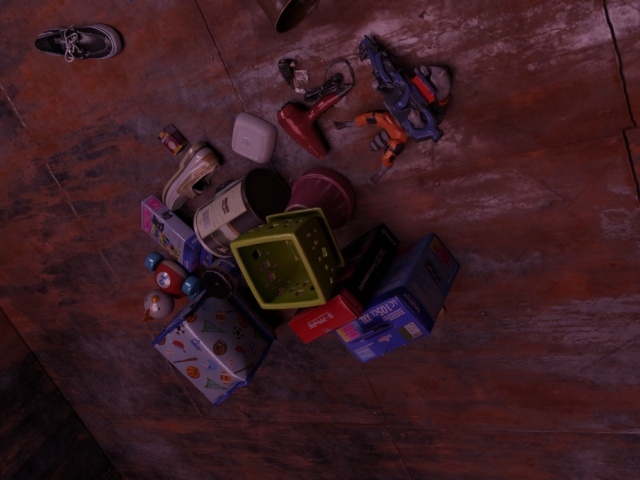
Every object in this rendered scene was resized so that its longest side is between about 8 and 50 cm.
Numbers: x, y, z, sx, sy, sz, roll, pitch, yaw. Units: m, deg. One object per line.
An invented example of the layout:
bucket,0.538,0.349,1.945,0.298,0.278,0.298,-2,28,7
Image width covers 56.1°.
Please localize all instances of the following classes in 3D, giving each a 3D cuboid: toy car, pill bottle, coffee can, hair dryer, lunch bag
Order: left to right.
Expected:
toy car,-0.591,0.207,2.252,0.219,0.237,0.210,30,161,13
lunch bag,-0.340,0.319,2.127,0.239,0.385,0.327,-37,99,28
pill bottle,-0.299,0.093,2.056,0.123,0.219,0.122,15,127,20
coffee can,-0.245,-0.084,1.919,0.275,0.201,0.201,-27,105,40
hair dryer,-0.021,-0.360,1.686,0.224,0.080,0.293,12,126,21

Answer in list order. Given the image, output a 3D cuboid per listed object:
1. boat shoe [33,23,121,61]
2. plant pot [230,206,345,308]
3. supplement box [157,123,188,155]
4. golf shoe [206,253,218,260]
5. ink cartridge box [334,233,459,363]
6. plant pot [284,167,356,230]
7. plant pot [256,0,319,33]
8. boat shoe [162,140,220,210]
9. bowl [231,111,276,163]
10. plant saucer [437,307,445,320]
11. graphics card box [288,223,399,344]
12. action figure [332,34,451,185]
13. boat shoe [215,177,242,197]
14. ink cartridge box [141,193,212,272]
boat shoe,-0.777,-0.627,1.904,0.307,0.105,0.113,15,127,20
plant pot,-0.074,0.037,1.663,0.227,0.207,0.228,-8,118,33
supplement box,-0.487,-0.333,1.987,0.083,0.043,0.055,46,132,-5
golf shoe,-0.423,-0.007,2.157,0.086,0.067,0.186,4,123,29
ink cartridge box,0.212,0.181,1.717,0.151,0.395,0.270,48,130,-9
plant pot,-0.016,-0.093,1.800,0.202,0.180,0.201,14,128,19
plant pot,-0.104,-0.639,1.500,0.165,0.167,0.167,48,131,3
boat shoe,-0.435,-0.191,2.009,0.103,0.113,0.302,43,131,4
bowl,-0.212,-0.309,1.846,0.142,0.053,0.142,26,128,11
plant saucer,0.357,0.220,1.916,0.084,0.015,0.083,14,126,20
graphics card box,0.075,0.123,1.771,0.094,0.371,0.233,48,132,-9
action figure,0.193,-0.356,1.560,0.330,0.179,0.341,-34,74,33
boat shoe,-0.301,-0.178,1.989,0.142,0.049,0.040,-25,68,33
ink cartridge box,-0.519,-0.008,2.160,0.311,0.065,0.185,39,147,9
